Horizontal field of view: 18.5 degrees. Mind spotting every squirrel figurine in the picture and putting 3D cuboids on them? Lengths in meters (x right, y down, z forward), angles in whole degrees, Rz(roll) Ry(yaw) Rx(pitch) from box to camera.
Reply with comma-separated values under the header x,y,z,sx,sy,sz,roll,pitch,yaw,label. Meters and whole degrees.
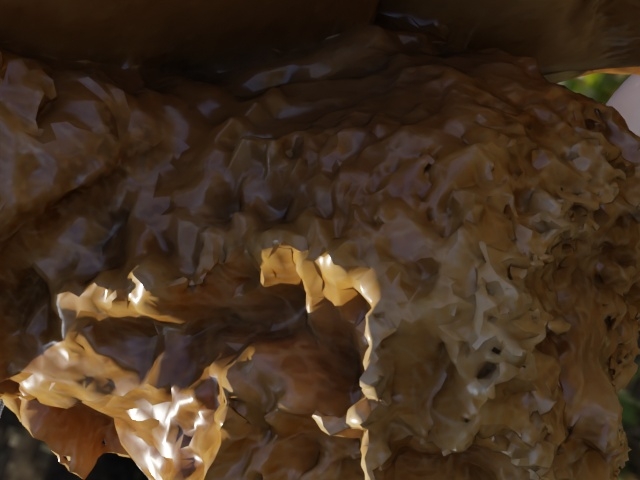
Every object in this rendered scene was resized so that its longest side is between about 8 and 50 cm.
x,y,z,sx,sy,sz,roll,pitch,yaw,label
0.027,-0.086,0.615,0.281,0.370,0.397,154,131,-71,squirrel figurine

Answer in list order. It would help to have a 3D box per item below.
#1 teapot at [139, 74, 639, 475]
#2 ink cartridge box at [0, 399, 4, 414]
x,y,z,sx,sy,sz,roll,pitch,yaw,label
0.000,0.000,0.824,0.252,0.187,0.256,32,68,30,teapot
-0.356,0.105,1.187,0.270,0.198,0.197,0,65,45,ink cartridge box
